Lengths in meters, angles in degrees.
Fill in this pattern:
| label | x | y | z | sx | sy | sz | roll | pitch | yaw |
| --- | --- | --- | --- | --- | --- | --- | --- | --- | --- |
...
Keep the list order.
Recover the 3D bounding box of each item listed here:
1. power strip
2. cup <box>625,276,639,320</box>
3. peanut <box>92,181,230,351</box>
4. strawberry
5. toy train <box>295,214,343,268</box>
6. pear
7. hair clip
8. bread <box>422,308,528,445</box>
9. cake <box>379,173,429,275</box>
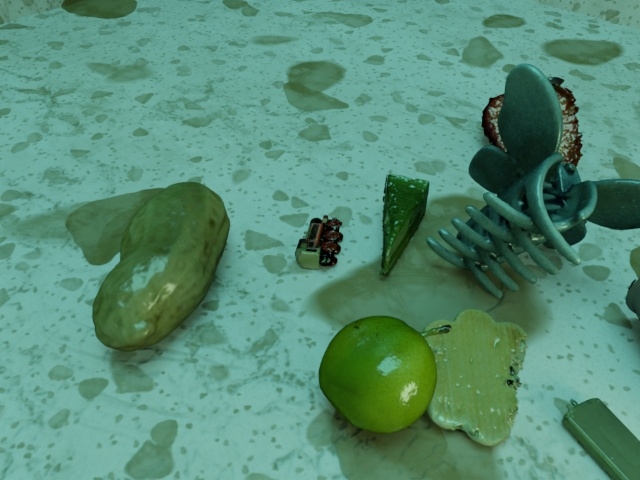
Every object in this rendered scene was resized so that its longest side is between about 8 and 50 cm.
| label | x | y | z | sx | sy | sz | roll | pitch | yaw |
| --- | --- | --- | --- | --- | --- | --- | --- | --- | --- |
| power strip | 0.441 | 0.309 | 0.802 | 0.076 | 0.028 | 0.169 | -19 | 48 | -20 |
| cup | 0.637 | 0.186 | 0.838 | 0.203 | 0.203 | 0.288 | 0 | 49 | -1 |
| peanut | -0.288 | 0.034 | 0.975 | 0.192 | 0.169 | 0.387 | 3 | 43 | 10 |
| strawberry | 0.541 | -0.254 | 1.365 | 0.233 | 0.138 | 0.306 | -6 | 66 | 19 |
| toy train | 0.000 | 0.000 | 1.107 | 0.087 | 0.050 | 0.138 | 6 | 43 | 9 |
| pear | 0.104 | 0.184 | 0.811 | 0.216 | 0.166 | 0.180 | -42 | 34 | -8 |
| hair clip | 0.376 | -0.056 | 0.976 | 0.392 | 0.318 | 0.238 | 44 | 68 | 3 |
| bread | 0.246 | 0.214 | 0.891 | 0.182 | 0.039 | 0.251 | 17 | 45 | 17 |
| cake | 0.177 | -0.031 | 1.106 | 0.099 | 0.100 | 0.235 | 5 | 43 | 5 |
